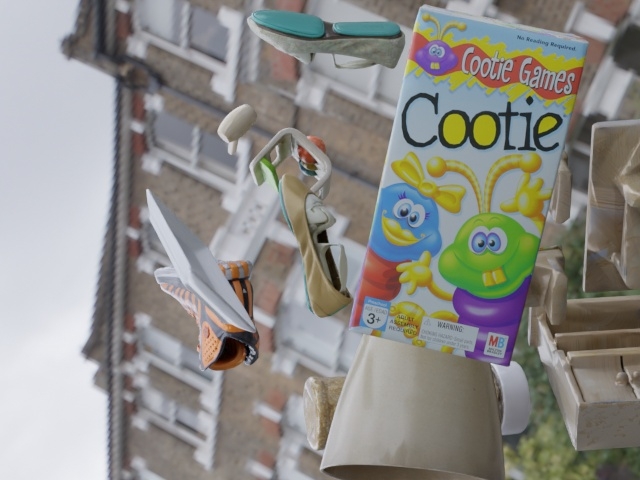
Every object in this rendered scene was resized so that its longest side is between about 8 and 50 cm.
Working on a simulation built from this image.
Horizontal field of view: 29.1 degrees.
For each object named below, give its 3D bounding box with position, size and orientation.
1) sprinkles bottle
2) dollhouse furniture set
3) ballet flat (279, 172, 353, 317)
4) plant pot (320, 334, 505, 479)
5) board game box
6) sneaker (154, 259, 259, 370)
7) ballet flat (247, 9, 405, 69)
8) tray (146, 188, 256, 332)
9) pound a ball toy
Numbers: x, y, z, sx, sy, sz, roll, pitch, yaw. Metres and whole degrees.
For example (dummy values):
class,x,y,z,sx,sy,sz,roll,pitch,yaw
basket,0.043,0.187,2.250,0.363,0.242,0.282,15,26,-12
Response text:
class,x,y,z,sx,sy,sz,roll,pitch,yaw
sprinkles bottle,0.154,0.266,1.995,0.121,0.355,0.121,177,90,-78
dollhouse furniture set,0.376,0.022,1.537,0.256,0.362,0.394,-97,4,-62
ballet flat,0.000,0.000,1.877,0.080,0.073,0.232,4,-111,-61
plant pot,0.139,0.203,1.738,0.256,0.256,0.274,65,-150,-69
board game box,0.125,-0.053,1.068,0.142,0.144,0.275,-60,-18,-77
sneaker,-0.192,0.126,2.055,0.321,0.124,0.180,179,83,-70
ballet flat,0.005,-0.205,1.295,0.057,0.168,0.052,-91,7,-55
tray,-0.178,0.031,1.730,0.030,0.270,0.145,-41,-58,2
pound a ball toy,-0.071,-0.162,2.350,0.136,0.208,0.319,-46,-4,-4
